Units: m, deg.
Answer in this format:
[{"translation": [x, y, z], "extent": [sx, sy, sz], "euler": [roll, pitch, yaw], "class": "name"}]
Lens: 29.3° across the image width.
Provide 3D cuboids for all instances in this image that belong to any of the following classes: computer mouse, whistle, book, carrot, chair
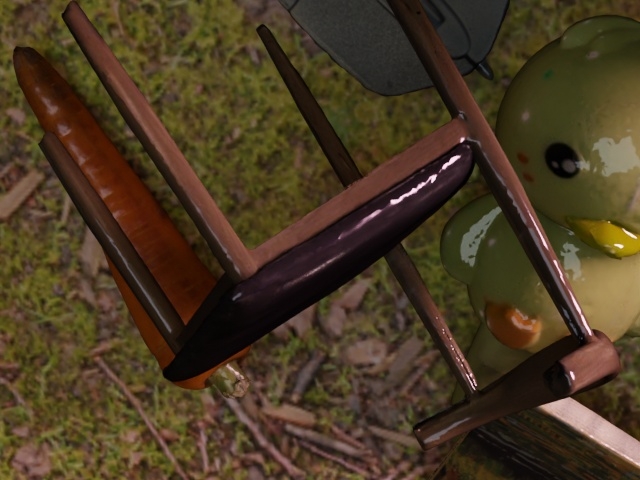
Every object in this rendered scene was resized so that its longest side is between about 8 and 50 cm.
[{"translation": [0.017, -0.171, 0.687], "extent": [0.229, 0.068, 0.113], "euler": [46, 108, -2], "class": "computer mouse"}, {"translation": [0.139, 0.009, 0.674], "extent": [0.141, 0.141, 0.294], "euler": [19, 107, 6], "class": "whistle"}, {"translation": [0.126, 0.193, 0.738], "extent": [0.160, 0.024, 0.228], "euler": [31, 127, 1], "class": "book"}, {"translation": [-0.121, -0.009, 0.762], "extent": [0.061, 0.061, 0.257], "euler": [-34, 88, 16], "class": "carrot"}, {"translation": [0.000, 0.000, 0.597], "extent": [0.166, 0.188, 0.272], "euler": [-32, 83, -23], "class": "chair"}]
